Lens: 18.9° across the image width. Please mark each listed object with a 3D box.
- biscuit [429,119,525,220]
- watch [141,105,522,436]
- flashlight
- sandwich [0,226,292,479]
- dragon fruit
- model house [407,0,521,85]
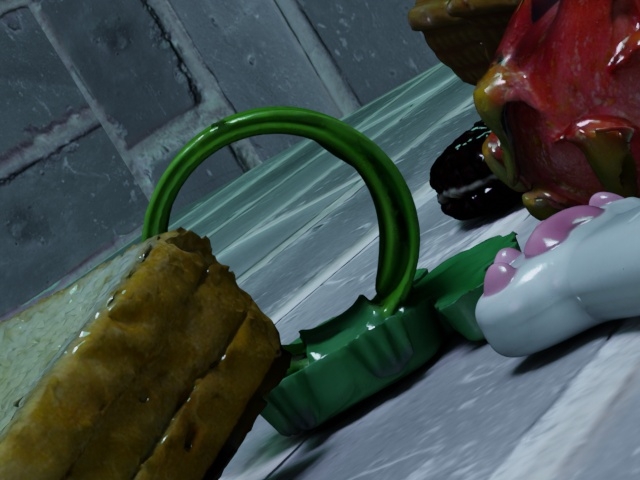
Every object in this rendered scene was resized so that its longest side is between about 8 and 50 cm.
[{"bbox_3d":[0.154,-0.076,1.266,0.194,0.053,0.194,-32,6,3],"label":"biscuit"},{"bbox_3d":[0.000,0.000,0.935,0.165,0.152,0.131,-33,4,3],"label":"watch"},{"bbox_3d":[0.128,0.003,0.744,0.093,0.047,0.200,-34,5,-24],"label":"flashlight"},{"bbox_3d":[-0.172,0.134,0.837,0.273,0.095,0.249,-27,19,36],"label":"sandwich"},{"bbox_3d":[0.146,-0.092,0.934,0.150,0.208,0.133,-5,40,-2],"label":"dragon fruit"},{"bbox_3d":[0.175,-0.206,1.432,0.199,0.220,0.229,13,24,39],"label":"model house"}]
